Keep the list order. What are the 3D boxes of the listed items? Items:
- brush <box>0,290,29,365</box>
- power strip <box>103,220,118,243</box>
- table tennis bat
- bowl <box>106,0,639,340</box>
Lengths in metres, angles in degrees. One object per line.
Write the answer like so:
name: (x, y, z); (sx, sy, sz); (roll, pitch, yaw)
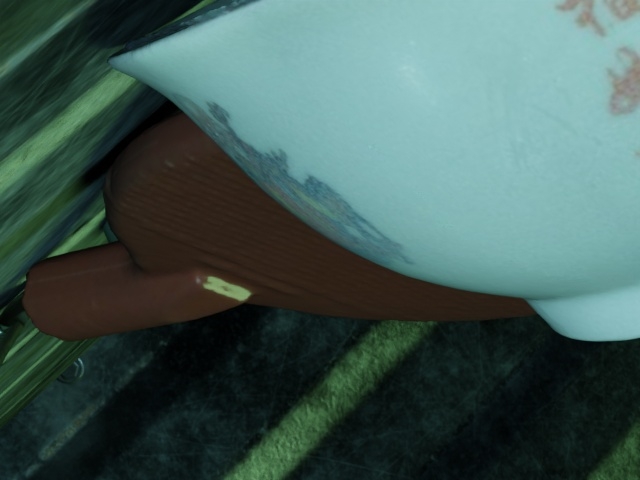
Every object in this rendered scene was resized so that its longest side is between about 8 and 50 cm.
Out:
brush: (-0.184, 0.048, 1.047); (0.034, 0.027, 0.190); (-39, -171, 9)
power strip: (-0.044, -0.065, 1.245); (0.253, 0.054, 0.167); (-43, -177, -21)
table tennis bat: (0.000, 0.000, 0.926); (0.414, 0.268, 0.051); (-14, -116, 43)
bowl: (0.113, -0.066, 0.631); (0.345, 0.157, 0.345); (-23, -171, 4)
